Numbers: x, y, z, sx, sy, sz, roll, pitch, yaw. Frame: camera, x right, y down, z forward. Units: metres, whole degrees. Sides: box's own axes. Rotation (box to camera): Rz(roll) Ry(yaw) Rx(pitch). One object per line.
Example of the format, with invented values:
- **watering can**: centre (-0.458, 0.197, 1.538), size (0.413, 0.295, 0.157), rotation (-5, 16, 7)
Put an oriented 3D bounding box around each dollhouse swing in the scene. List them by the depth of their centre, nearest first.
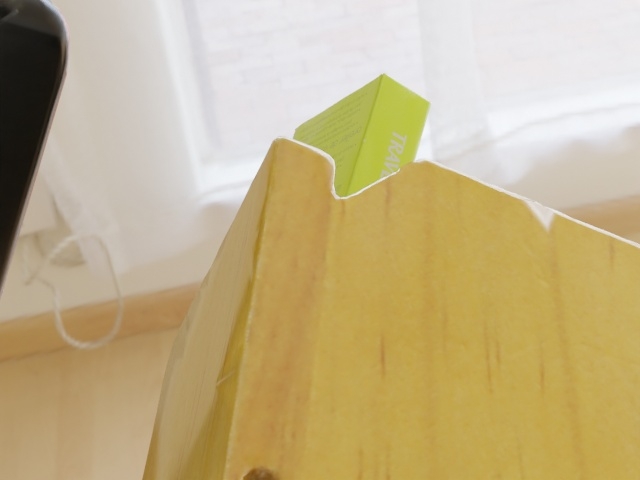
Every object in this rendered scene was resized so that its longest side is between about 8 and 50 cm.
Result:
- **dollhouse swing**: centre (0.062, 0.200, 0.567), size (0.347, 0.305, 0.315), rotation (20, 48, -16)

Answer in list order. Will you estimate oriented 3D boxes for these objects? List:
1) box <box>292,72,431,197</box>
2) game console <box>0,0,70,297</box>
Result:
- **box**: centre (0.000, 0.000, 0.701), size (0.109, 0.042, 0.178), rotation (-25, 42, 56)
- **game console**: centre (-0.343, 0.001, 0.563), size (0.387, 0.342, 0.060), rotation (8, 36, -28)
